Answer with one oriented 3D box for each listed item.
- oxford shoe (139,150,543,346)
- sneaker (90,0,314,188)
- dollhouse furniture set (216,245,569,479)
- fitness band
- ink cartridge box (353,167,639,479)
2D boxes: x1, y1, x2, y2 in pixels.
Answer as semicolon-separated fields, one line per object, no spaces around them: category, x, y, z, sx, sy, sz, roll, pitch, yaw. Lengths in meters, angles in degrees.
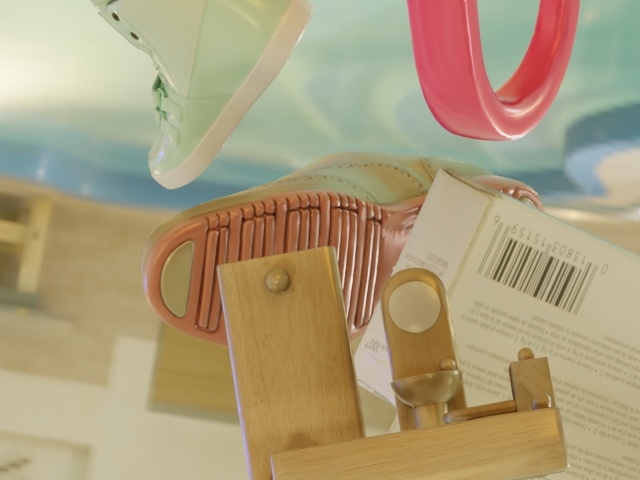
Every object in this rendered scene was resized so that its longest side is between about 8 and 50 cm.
oxford shoe;0.000;0.000;1.572;0.397;0.140;0.146;-5;-154;-40
sneaker;-0.118;-0.147;1.483;0.151;0.094;0.256;31;143;-7
dollhouse furniture set;0.024;0.050;0.808;0.144;0.123;0.151;-10;171;4
fitness band;0.116;-0.211;1.287;0.054;0.290;0.209;7;-149;28
ink cartridge box;0.130;0.116;1.067;0.275;0.239;0.060;22;-175;-36
